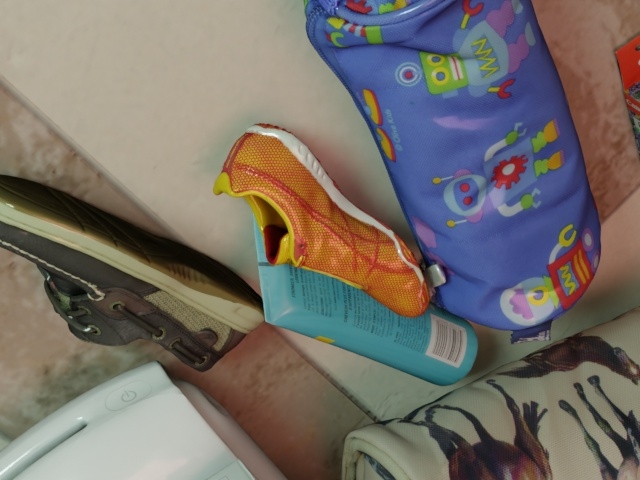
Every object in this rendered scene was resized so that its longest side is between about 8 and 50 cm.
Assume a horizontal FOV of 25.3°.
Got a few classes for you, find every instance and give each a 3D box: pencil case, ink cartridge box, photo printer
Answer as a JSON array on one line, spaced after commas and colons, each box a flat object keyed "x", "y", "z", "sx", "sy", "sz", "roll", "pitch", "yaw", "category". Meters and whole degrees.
[{"x": 0.203, "y": 0.162, "z": 1.054, "sx": 0.410, "sy": 0.183, "sz": 0.160, "roll": -19, "pitch": 144, "yaw": -29, "category": "pencil case"}, {"x": 0.086, "y": -0.070, "z": 0.883, "sx": 0.133, "sy": 0.119, "sz": 0.306, "roll": -34, "pitch": 132, "yaw": -8, "category": "pencil case"}, {"x": 0.255, "y": -0.105, "z": 1.034, "sx": 0.063, "sy": 0.029, "sz": 0.115, "roll": -35, "pitch": 133, "yaw": -9, "category": "ink cartridge box"}, {"x": -0.127, "y": 0.235, "z": 0.954, "sx": 0.256, "sy": 0.107, "sz": 0.307, "roll": -40, "pitch": 133, "yaw": -5, "category": "photo printer"}]

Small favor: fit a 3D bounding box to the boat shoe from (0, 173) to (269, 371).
[{"x": -0.121, "y": 0.029, "z": 0.838, "sx": 0.223, "sy": 0.080, "sz": 0.073, "roll": 26, "pitch": 98, "yaw": -46, "category": "boat shoe"}]

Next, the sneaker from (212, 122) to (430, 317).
[{"x": 0.000, "y": 0.000, "z": 0.896, "sx": 0.175, "sy": 0.064, "sz": 0.067, "roll": 40, "pitch": 75, "yaw": -25, "category": "sneaker"}]

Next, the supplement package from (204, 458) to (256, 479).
[{"x": -0.085, "y": 0.235, "z": 0.836, "sx": 0.179, "sy": 0.105, "sz": 0.105, "roll": -31, "pitch": 131, "yaw": -13, "category": "supplement package"}]

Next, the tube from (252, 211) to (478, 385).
[{"x": 0.029, "y": 0.048, "z": 0.962, "sx": 0.052, "sy": 0.080, "sz": 0.207, "roll": -33, "pitch": 142, "yaw": 27, "category": "tube"}]

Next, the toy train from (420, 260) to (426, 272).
[{"x": 0.102, "y": 0.028, "z": 1.030, "sx": 0.083, "sy": 0.017, "sz": 0.024, "roll": 11, "pitch": 103, "yaw": -38, "category": "toy train"}]
